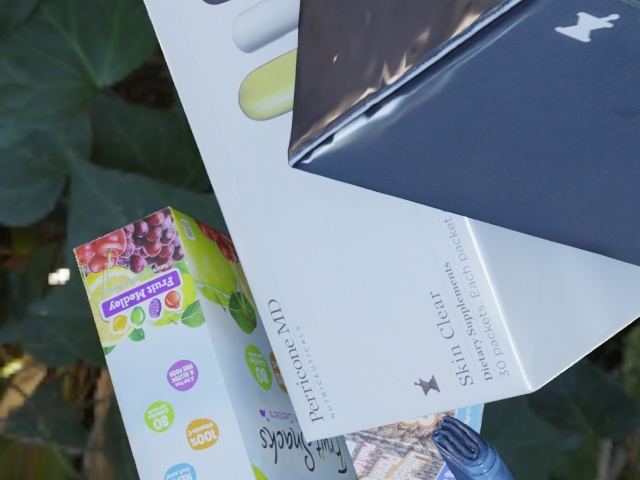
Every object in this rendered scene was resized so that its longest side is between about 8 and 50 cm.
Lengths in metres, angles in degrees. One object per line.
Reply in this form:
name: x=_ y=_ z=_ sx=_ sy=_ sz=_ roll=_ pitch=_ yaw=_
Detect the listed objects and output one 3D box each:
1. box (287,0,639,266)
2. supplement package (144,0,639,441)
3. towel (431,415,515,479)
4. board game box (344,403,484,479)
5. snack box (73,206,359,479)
box: x=0.157 y=-0.151 z=0.528 sx=0.296 sy=0.294 sz=0.182 roll=15 pitch=155 yaw=-26
supplement package: x=0.056 y=-0.055 z=0.701 sx=0.145 sy=0.262 sz=0.204 roll=-21 pitch=180 yaw=38
towel: x=0.121 y=0.174 z=0.870 sx=0.029 sy=0.067 sz=0.119 roll=-36 pitch=116 yaw=-10
board game box: x=0.030 y=0.128 z=1.396 sx=0.291 sy=0.232 sz=0.141 roll=13 pitch=149 yaw=-1
snack box: x=-0.047 y=0.101 z=0.739 sx=0.070 sy=0.207 sz=0.174 roll=-23 pitch=163 yaw=15
